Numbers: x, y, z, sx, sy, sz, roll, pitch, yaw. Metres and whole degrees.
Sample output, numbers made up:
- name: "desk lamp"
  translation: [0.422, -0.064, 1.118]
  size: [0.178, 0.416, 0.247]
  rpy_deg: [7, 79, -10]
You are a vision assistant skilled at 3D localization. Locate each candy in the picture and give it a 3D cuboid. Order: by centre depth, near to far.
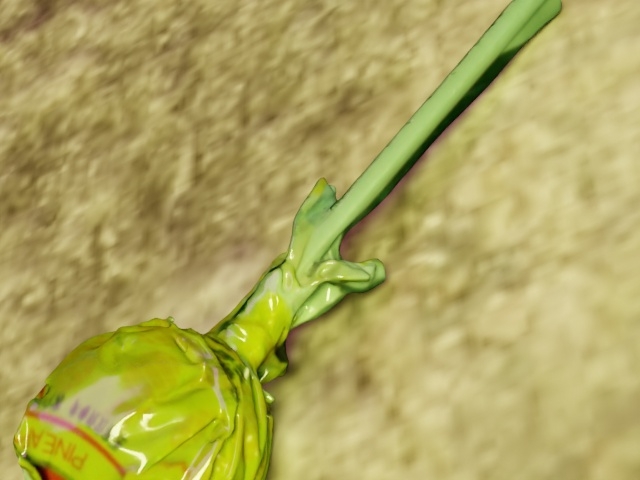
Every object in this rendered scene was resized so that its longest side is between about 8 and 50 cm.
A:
- name: "candy"
  translation: [0.002, 0.002, 0.536]
  size: [0.077, 0.073, 0.262]
  rpy_deg: [31, 69, 30]
